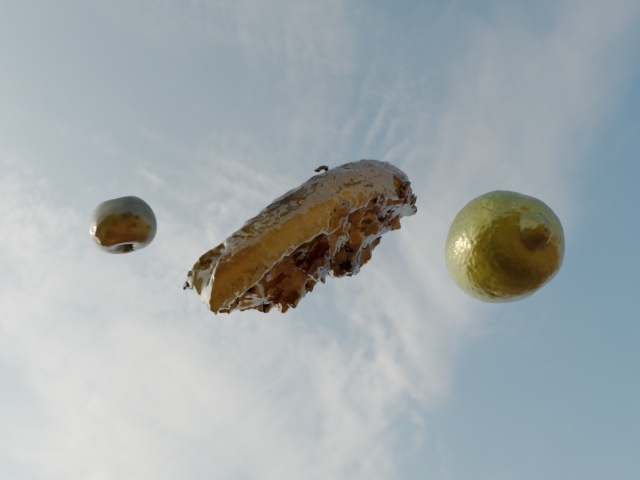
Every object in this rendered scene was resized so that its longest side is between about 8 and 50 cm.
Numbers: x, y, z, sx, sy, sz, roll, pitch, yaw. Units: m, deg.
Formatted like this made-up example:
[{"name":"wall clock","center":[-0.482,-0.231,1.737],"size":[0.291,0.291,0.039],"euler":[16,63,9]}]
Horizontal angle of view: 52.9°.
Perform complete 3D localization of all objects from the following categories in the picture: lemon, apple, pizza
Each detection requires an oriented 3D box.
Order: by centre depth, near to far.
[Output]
[{"name":"pizza","center":[0.000,0.000,0.593],"size":[0.085,0.305,0.161],"euler":[47,-48,10]},{"name":"apple","center":[-0.264,-0.020,0.857],"size":[0.090,0.089,0.074],"euler":[-16,-90,1]},{"name":"lemon","center":[0.298,0.014,1.068],"size":[0.184,0.184,0.248],"euler":[7,-26,-15]}]
